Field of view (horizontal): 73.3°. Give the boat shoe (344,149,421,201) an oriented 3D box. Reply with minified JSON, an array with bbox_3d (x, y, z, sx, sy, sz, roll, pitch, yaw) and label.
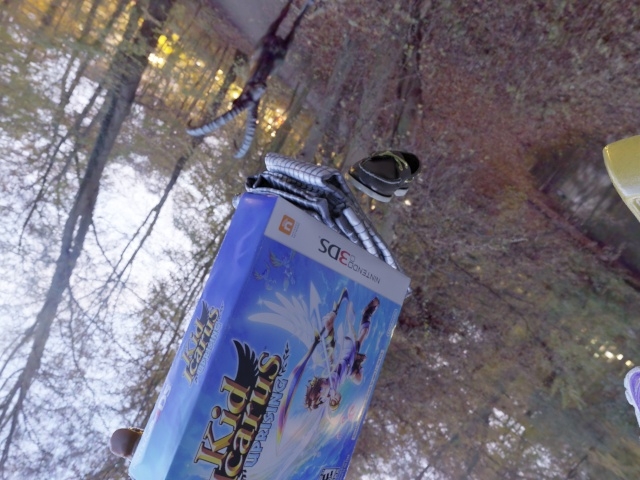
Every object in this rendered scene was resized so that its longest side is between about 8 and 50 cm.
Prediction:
[{"bbox_3d":[0.108,-0.114,0.696,0.081,0.069,0.227,41,-157,13],"label":"boat shoe"}]

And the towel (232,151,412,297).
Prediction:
[{"bbox_3d":[0.000,0.000,0.725,0.235,0.121,0.284,28,160,53],"label":"towel"}]

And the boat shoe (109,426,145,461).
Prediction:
[{"bbox_3d":[-0.340,0.430,0.875,0.206,0.073,0.073,7,155,36],"label":"boat shoe"}]

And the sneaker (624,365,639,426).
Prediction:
[{"bbox_3d":[0.450,0.250,0.554,0.170,0.068,0.071,69,-165,10],"label":"sneaker"}]

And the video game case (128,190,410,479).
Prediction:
[{"bbox_3d":[-0.025,0.122,0.453,0.061,0.270,0.244,10,166,45],"label":"video game case"}]

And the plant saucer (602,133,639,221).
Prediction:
[{"bbox_3d":[0.575,-0.013,0.548,0.333,0.081,0.332,46,169,-9],"label":"plant saucer"}]
